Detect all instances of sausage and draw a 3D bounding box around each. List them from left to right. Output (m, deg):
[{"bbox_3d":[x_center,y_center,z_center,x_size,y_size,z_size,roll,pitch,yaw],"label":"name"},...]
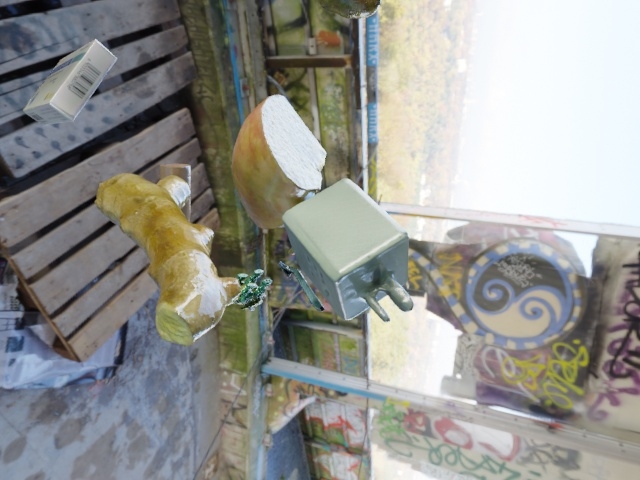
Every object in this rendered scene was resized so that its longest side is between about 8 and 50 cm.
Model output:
[{"bbox_3d":[-0.593,-0.187,1.656,0.123,0.123,0.252,-38,137,-64],"label":"sausage"}]

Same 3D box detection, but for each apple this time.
[{"bbox_3d":[-0.111,-0.192,1.054,0.309,0.252,0.314,-72,175,-50],"label":"apple"}]

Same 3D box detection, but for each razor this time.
[{"bbox_3d":[-0.040,0.109,0.978,0.033,0.190,0.066,-38,130,-8],"label":"razor"}]

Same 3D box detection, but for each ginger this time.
[{"bbox_3d":[-0.177,0.003,0.454,0.118,0.299,0.065,-13,131,-27],"label":"ginger"}]

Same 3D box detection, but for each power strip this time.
[{"bbox_3d":[0.058,0.031,0.649,0.139,0.224,0.140,-30,142,-14],"label":"power strip"}]

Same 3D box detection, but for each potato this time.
[{"bbox_3d":[0.035,-0.320,0.533,0.045,0.092,0.046,99,11,-65],"label":"potato"}]

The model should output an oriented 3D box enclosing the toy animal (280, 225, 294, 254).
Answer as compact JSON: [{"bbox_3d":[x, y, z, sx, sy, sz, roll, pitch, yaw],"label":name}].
[{"bbox_3d":[0.006,0.004,1.433,0.180,0.363,0.181,-70,164,-80],"label":"toy animal"}]

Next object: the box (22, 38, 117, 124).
[{"bbox_3d":[-0.680,-0.412,1.084,0.065,0.344,0.200,38,72,-43],"label":"box"}]

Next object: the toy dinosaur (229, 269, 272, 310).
[{"bbox_3d":[-0.272,0.181,1.378,0.259,0.094,0.153,3,122,-53],"label":"toy dinosaur"}]
